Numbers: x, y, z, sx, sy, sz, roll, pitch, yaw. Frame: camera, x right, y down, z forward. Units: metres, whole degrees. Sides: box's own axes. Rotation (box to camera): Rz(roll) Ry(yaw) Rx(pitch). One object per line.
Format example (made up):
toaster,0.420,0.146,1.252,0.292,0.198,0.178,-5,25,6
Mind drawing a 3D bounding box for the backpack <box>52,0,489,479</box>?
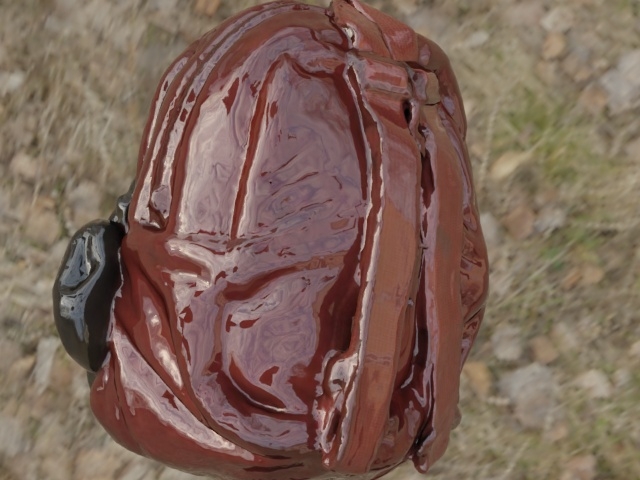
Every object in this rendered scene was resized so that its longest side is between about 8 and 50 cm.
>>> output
backpack,-0.002,0.000,0.779,0.229,0.139,0.229,-6,97,-50
